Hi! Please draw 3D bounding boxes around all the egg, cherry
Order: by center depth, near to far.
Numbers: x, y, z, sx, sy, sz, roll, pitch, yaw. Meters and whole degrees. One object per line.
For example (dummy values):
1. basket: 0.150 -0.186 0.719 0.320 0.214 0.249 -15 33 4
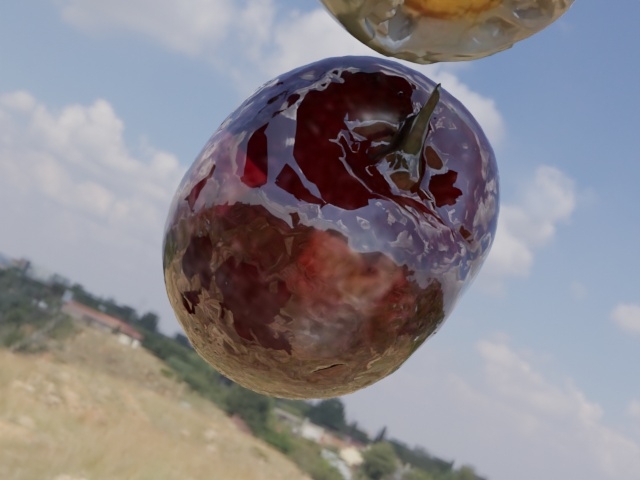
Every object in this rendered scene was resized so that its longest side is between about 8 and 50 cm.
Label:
1. egg: 0.061 -0.214 0.641 0.183 0.217 0.183 -9 -23 -4
2. cherry: 0.000 0.000 0.776 0.203 0.230 0.300 29 -36 -6
